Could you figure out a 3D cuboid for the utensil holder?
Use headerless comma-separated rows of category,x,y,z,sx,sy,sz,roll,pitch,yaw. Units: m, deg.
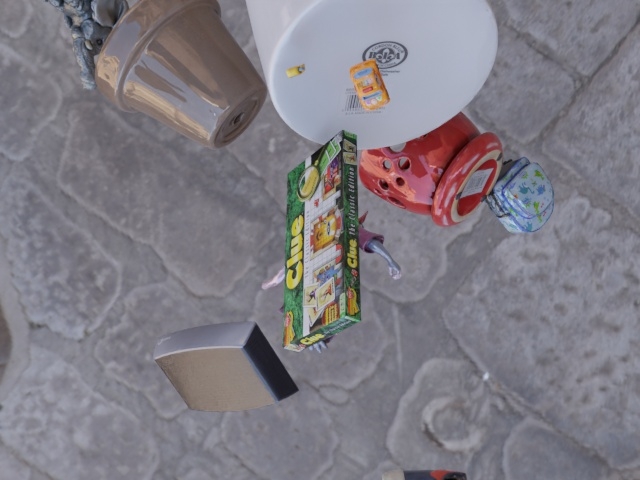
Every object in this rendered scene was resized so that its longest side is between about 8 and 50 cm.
utensil holder,0.048,-0.369,1.160,0.327,0.385,0.327,-9,144,-6

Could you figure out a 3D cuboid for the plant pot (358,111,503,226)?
plant pot,0.183,-0.124,1.338,0.174,0.191,0.191,37,128,26

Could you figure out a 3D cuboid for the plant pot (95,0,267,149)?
plant pot,-0.221,-0.288,1.465,0.229,0.263,0.263,41,126,7

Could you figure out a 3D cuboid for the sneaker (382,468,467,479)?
sneaker,0.177,0.430,1.114,0.148,0.350,0.131,-8,118,0

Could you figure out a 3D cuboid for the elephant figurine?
elephant figurine,-0.509,-0.491,1.824,0.186,0.169,0.239,-32,123,1

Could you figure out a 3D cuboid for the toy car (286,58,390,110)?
toy car,0.019,-0.177,0.968,0.122,0.040,0.060,-2,106,9

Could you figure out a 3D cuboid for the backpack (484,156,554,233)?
backpack,0.342,-0.071,1.405,0.114,0.105,0.084,53,158,-14

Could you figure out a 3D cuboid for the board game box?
board game box,0.000,0.000,1.058,0.030,0.260,0.136,16,148,-28

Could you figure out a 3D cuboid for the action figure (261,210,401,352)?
action figure,0.011,0.051,1.847,0.275,0.370,0.248,37,136,-20

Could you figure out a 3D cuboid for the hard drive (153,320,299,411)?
hard drive,-0.177,0.230,1.466,0.254,0.054,0.172,-13,116,39
